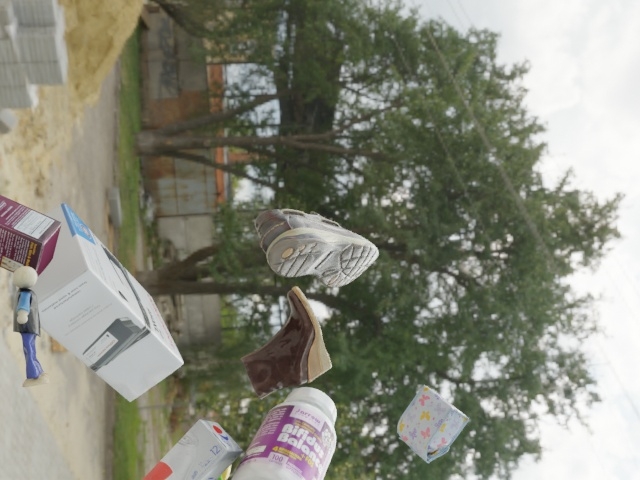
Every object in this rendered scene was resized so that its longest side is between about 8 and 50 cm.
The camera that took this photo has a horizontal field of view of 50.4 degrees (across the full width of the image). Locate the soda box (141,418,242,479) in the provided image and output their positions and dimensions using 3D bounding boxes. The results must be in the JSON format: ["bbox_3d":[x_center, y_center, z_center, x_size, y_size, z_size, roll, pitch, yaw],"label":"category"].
[{"bbox_3d":[-0.295,0.493,1.354,0.091,0.286,0.098,42,-4,21],"label":"soda box"}]

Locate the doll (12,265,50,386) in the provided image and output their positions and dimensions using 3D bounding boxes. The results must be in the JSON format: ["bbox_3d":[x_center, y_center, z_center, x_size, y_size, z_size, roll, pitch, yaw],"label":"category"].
[{"bbox_3d":[-0.470,0.135,1.092,0.129,0.046,0.188,169,-87,-69],"label":"doll"}]

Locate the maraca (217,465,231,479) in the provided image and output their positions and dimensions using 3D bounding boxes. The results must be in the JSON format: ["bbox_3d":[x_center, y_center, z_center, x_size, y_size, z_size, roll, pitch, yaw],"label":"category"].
[{"bbox_3d":[-0.297,0.642,1.904,0.127,0.099,0.185,125,-50,-63],"label":"maraca"}]

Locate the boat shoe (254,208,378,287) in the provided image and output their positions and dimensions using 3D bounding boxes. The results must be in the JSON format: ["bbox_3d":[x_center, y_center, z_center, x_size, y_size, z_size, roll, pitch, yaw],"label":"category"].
[{"bbox_3d":[0.000,0.000,1.359,0.130,0.132,0.355,56,17,25],"label":"boat shoe"}]

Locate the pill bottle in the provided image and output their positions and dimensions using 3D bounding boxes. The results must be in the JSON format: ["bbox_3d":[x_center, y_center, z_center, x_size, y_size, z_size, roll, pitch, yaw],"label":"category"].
[{"bbox_3d":[-0.063,0.447,1.430,0.301,0.170,0.169,-57,151,-60],"label":"pill bottle"}]

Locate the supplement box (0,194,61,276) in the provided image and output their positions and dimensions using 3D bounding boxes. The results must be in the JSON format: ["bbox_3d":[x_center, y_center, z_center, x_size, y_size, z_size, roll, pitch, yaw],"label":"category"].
[{"bbox_3d":[-0.604,-0.017,1.290,0.104,0.188,0.080,-60,-172,34],"label":"supplement box"}]

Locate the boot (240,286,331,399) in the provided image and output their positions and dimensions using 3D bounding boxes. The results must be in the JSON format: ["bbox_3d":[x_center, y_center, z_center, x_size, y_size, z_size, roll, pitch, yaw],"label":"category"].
[{"bbox_3d":[-0.099,0.256,1.679,0.090,0.207,0.248,-140,-149,-74],"label":"boot"}]

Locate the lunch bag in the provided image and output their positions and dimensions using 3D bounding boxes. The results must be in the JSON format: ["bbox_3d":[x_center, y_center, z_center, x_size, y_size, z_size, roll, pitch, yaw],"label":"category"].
[{"bbox_3d":[0.153,0.258,0.949,0.083,0.053,0.071,-53,-145,-4],"label":"lunch bag"}]

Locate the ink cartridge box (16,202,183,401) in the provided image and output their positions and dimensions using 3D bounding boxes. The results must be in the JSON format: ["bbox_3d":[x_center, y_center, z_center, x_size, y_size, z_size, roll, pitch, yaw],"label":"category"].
[{"bbox_3d":[-0.519,0.148,1.582,0.285,0.166,0.394,50,-8,45],"label":"ink cartridge box"}]
